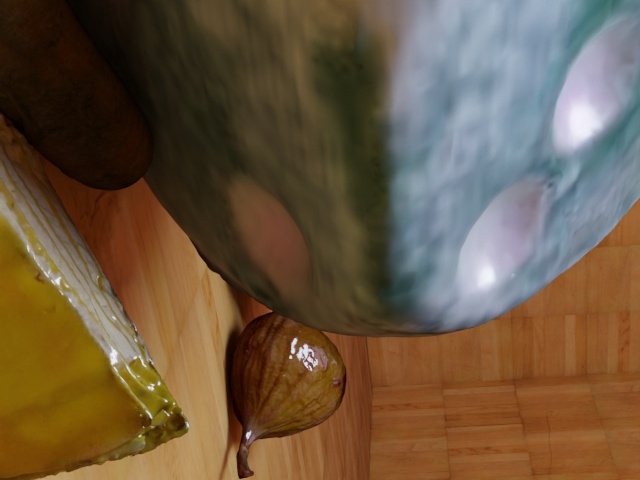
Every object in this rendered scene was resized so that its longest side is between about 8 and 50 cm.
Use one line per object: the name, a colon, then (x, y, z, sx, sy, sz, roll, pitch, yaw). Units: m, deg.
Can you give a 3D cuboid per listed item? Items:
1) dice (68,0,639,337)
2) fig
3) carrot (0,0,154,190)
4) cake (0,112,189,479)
dice: (0.045, -0.160, 0.587, 0.330, 0.328, 0.348, 39, -32, 34)
fig: (-0.054, 0.186, 1.014, 0.146, 0.133, 0.201, 47, 52, -32)
carrot: (-0.156, -0.117, 0.432, 0.342, 0.070, 0.070, 72, 15, -64)
cake: (-0.127, 0.026, 0.442, 0.080, 0.116, 0.185, 46, 44, -77)
